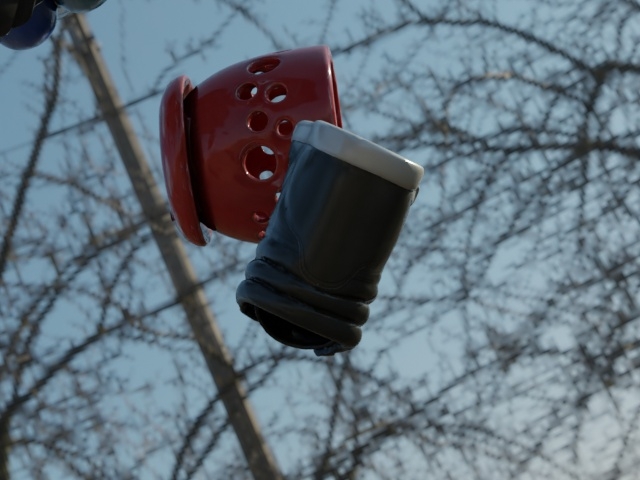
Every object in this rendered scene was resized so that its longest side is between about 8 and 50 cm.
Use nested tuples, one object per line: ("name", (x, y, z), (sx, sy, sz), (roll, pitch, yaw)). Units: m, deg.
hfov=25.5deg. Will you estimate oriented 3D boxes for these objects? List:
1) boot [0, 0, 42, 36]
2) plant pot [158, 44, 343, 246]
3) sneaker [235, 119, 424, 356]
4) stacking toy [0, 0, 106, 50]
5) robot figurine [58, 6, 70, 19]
("boot", (-0.175, -0.256, 0.592), (0.118, 0.223, 0.338), (37, -106, -57))
("plant pot", (-0.062, -0.086, 1.370), (0.174, 0.191, 0.191), (-6, -19, 1))
("sneaker", (0.000, 0.000, 1.005), (0.296, 0.105, 0.147), (-101, 36, -88))
("stacking toy", (-0.206, -0.114, 0.695), (0.330, 0.141, 0.141), (-41, -19, -2))
("robot figurine", (-0.303, -0.271, 1.279), (0.209, 0.173, 0.278), (-9, 14, 22))
